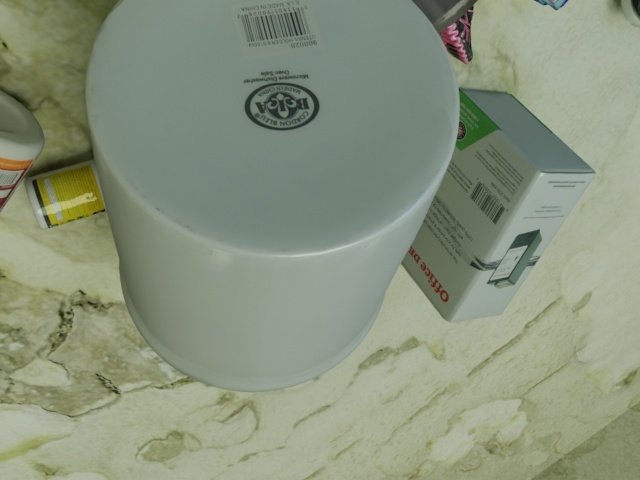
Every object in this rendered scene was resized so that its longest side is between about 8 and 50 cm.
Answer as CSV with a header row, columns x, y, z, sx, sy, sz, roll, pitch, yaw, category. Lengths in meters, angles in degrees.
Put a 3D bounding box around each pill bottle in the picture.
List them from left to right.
x,y,z,sx,sy,sz,roll,pitch,yaw,category
-0.395,-0.053,0.789,0.121,0.121,0.221,22,117,-45,pill bottle
-0.285,-0.060,0.899,0.116,0.065,0.065,-19,139,-16,pill bottle

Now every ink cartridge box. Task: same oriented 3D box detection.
x,y,z,sx,sy,sz,roll,pitch,yaw,category
0.240,-0.050,1.144,0.121,0.211,0.289,-3,134,-33,ink cartridge box

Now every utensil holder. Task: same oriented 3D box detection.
x,y,z,sx,sy,sz,roll,pitch,yaw,category
-0.057,-0.045,0.767,0.327,0.328,0.385,-20,161,-15,utensil holder

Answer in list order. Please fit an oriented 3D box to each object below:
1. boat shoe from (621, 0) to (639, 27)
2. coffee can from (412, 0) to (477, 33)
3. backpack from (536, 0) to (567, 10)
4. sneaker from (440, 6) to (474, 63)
x,y,z,sx,sy,sz,roll,pitch,yaw,category
0.590,-0.376,1.103,0.302,0.091,0.115,-23,106,-14,boat shoe
0.028,-0.341,0.708,0.201,0.202,0.275,-43,140,12,coffee can
0.281,-0.388,0.897,0.173,0.117,0.158,-49,139,15,backpack
0.186,-0.285,1.001,0.057,0.047,0.119,-45,142,-3,sneaker
